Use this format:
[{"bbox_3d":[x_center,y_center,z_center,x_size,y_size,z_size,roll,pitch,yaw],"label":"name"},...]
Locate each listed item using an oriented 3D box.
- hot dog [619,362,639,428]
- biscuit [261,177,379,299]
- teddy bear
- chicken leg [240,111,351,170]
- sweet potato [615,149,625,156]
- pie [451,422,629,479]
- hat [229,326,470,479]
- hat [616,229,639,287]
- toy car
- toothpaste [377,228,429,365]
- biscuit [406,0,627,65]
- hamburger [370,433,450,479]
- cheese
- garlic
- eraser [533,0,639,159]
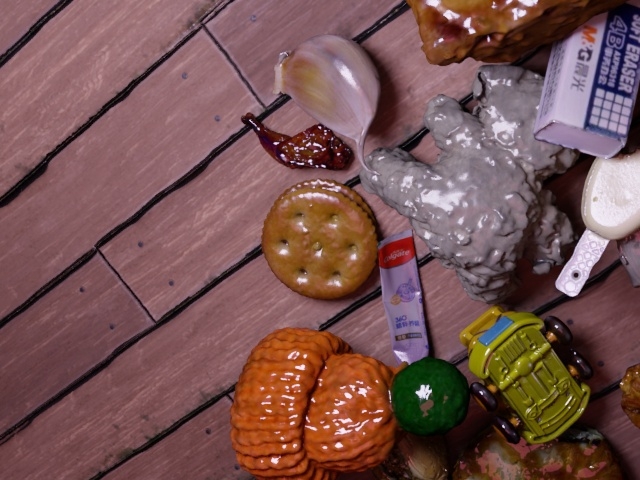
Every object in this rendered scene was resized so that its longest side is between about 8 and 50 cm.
[{"bbox_3d":[0.633,0.307,1.611,0.259,0.175,0.114,25,76,6],"label":"hot dog"},{"bbox_3d":[0.000,0.000,1.712,0.220,0.066,0.220,4,112,11],"label":"biscuit"},{"bbox_3d":[0.297,-0.110,1.560,0.357,0.224,0.367,45,96,-2],"label":"teddy bear"},{"bbox_3d":[-0.046,-0.170,1.678,0.205,0.053,0.093,9,86,3],"label":"chicken leg"},{"bbox_3d":[0.472,-0.200,1.552,0.041,0.038,0.153,-1,111,37],"label":"sweet potato"},{"bbox_3d":[0.395,0.468,1.748,0.355,0.103,0.288,3,108,8],"label":"pie"},{"bbox_3d":[0.063,0.309,1.662,0.400,0.285,0.285,6,109,21],"label":"hat"},{"bbox_3d":[0.611,-0.005,1.535,0.245,0.149,0.214,7,109,22],"label":"hat"},{"bbox_3d":[0.346,0.227,1.653,0.200,0.142,0.248,-37,114,-6],"label":"toy car"},{"bbox_3d":[0.155,0.132,1.724,0.075,0.048,0.301,-11,106,-2],"label":"toothpaste"},{"bbox_3d":[0.302,-0.455,1.381,0.395,0.166,0.342,-21,73,19],"label":"biscuit"},{"bbox_3d":[0.173,0.410,1.752,0.131,0.159,0.185,-37,72,18],"label":"hamburger"},{"bbox_3d":[0.445,-0.029,1.490,0.127,0.050,0.255,34,100,24],"label":"cheese"},{"bbox_3d":[0.042,-0.245,1.570,0.266,0.128,0.148,51,154,30],"label":"garlic"},{"bbox_3d":[0.420,-0.280,1.441,0.130,0.086,0.287,17,78,-2],"label":"eraser"}]
